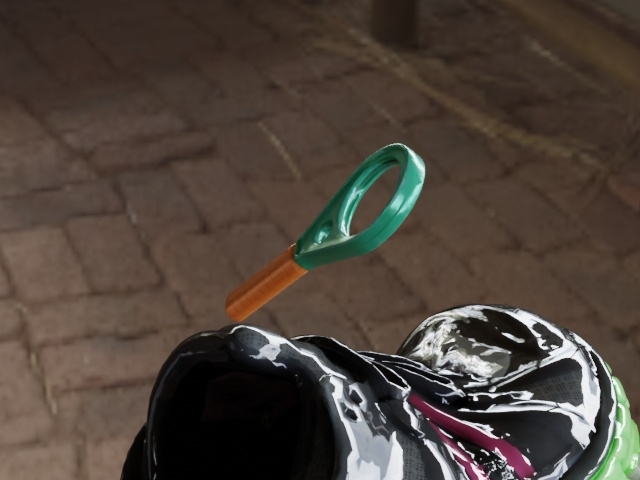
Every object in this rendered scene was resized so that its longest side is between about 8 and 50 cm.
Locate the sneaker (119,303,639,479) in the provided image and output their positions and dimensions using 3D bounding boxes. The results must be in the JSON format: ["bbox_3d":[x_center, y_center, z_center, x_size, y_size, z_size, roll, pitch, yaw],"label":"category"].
[{"bbox_3d":[0.023,0.109,0.751,0.185,0.202,0.483,-35,1,25],"label":"sneaker"}]

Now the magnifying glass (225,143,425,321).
[{"bbox_3d":[0.000,0.000,1.230,0.026,0.231,0.092,32,39,-23],"label":"magnifying glass"}]

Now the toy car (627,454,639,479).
[{"bbox_3d":[0.247,0.257,0.920,0.219,0.238,0.210,3,0,-31],"label":"toy car"}]
